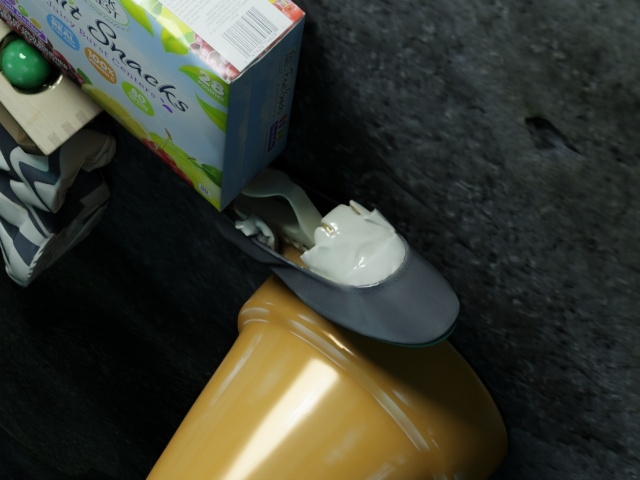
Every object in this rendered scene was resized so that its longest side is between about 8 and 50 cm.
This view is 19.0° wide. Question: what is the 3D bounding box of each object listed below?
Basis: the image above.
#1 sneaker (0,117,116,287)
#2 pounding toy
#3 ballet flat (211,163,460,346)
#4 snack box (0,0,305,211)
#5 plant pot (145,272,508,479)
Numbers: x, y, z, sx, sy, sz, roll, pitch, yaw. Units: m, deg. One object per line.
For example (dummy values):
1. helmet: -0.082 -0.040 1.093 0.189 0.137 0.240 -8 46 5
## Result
1. sneaker: -0.247 -0.066 1.494 0.153 0.094 0.235 44 159 8
2. pounding toy: -0.179 -0.122 1.282 0.130 0.100 0.141 51 170 -14
3. ballet flat: 0.000 0.000 1.181 0.203 0.074 0.074 31 155 39
4. snack box: -0.109 -0.136 1.129 0.207 0.070 0.174 40 159 11
5. plant pot: -0.010 0.144 1.296 0.205 0.188 0.205 38 158 18
